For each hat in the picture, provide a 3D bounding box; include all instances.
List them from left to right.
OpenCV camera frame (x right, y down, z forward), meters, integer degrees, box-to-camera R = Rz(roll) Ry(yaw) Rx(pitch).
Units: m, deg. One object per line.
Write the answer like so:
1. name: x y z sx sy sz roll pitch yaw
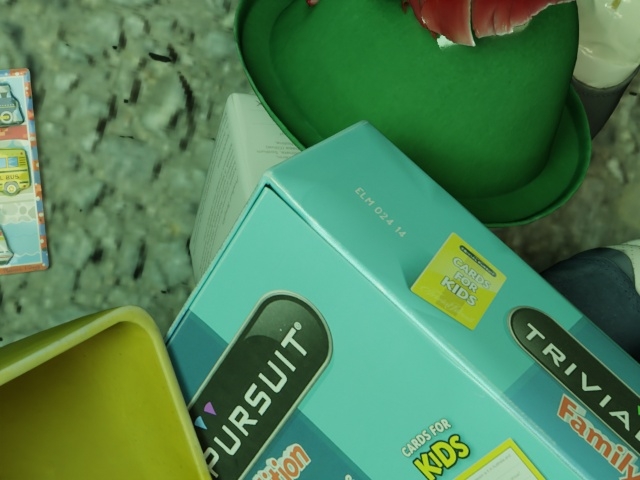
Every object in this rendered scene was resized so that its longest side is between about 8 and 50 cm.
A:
1. hat: 0.076 -0.121 0.644 0.173 0.183 0.208 -15 55 -35

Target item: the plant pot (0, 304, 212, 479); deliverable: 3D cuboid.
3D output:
1. plant pot: -0.165 0.163 0.594 0.212 0.187 0.212 -28 105 -42

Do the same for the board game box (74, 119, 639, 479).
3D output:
1. board game box: 0.062 0.158 0.608 0.336 0.254 0.079 43 37 11

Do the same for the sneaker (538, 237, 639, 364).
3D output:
1. sneaker: 0.163 0.156 0.767 0.236 0.130 0.323 -29 115 -25

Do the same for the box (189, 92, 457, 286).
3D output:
1. box: 0.000 0.000 0.705 0.102 0.087 0.101 5 132 -16

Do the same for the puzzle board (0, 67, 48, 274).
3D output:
1. puzzle board: -0.194 -0.027 0.707 0.128 0.011 0.096 -7 96 -15

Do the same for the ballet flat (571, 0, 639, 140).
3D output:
1. ballet flat: 0.147 -0.139 0.767 0.074 0.074 0.203 18 90 -17
